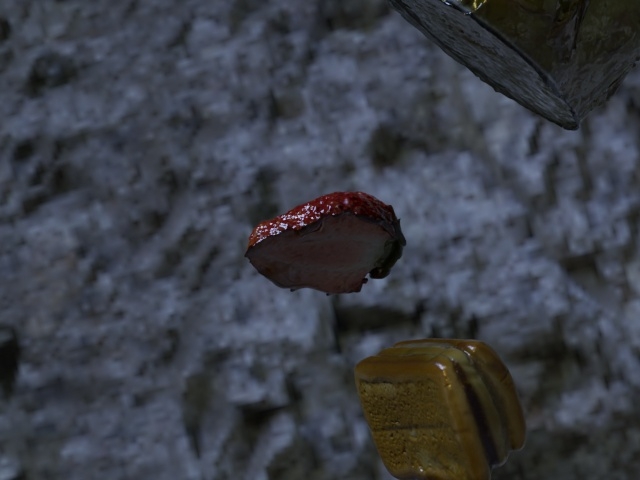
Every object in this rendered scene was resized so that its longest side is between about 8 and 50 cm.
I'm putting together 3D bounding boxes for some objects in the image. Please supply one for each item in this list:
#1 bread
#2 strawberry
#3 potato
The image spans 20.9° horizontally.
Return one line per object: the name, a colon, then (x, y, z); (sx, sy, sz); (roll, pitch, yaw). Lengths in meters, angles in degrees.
bread: (0.099, 0.143, 1.459); (0.116, 0.077, 0.200); (65, 159, -6)
strawberry: (0.000, 0.000, 1.812); (0.082, 0.187, 0.146); (64, 144, 38)
potato: (0.210, -0.265, 1.778); (0.196, 0.246, 0.299); (-59, -31, -1)
